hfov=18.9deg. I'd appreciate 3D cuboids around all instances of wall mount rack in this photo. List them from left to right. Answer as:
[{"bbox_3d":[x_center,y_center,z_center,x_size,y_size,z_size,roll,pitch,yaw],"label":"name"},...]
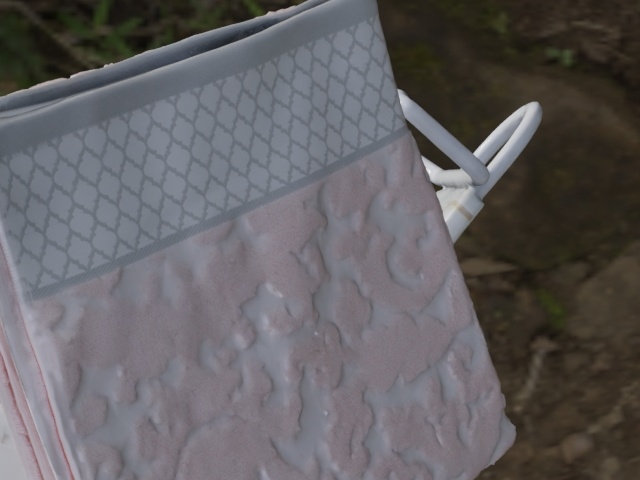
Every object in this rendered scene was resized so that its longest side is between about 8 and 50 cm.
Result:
[{"bbox_3d":[0.000,0.000,1.425,0.130,0.304,0.350,41,86,-7],"label":"wall mount rack"}]

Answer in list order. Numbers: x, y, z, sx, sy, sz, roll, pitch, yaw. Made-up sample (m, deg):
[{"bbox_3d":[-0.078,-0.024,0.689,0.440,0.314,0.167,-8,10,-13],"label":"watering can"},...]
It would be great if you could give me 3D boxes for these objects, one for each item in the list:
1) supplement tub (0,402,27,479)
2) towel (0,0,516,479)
[{"bbox_3d":[-0.207,0.173,1.195,0.190,0.117,0.117,116,134,-71],"label":"supplement tub"},{"bbox_3d":[-0.038,0.039,1.075,0.053,0.332,0.317,-9,102,47],"label":"towel"}]
